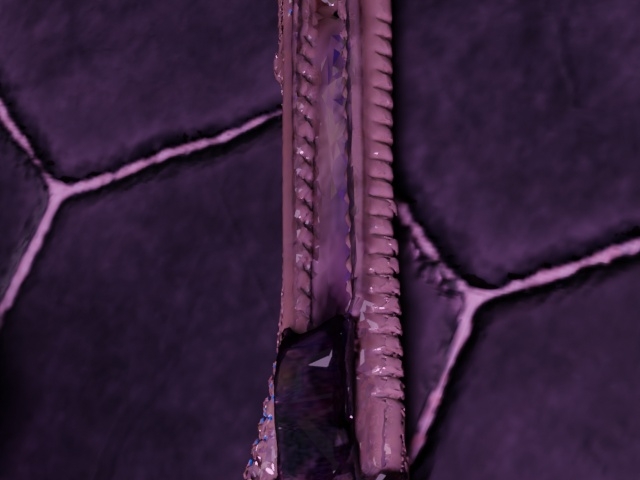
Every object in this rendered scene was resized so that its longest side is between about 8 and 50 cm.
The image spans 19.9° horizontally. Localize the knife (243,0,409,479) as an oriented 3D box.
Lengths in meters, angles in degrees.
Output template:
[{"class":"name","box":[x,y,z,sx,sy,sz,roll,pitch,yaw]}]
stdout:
[{"class":"knife","box":[-0.002,-0.003,0.812,0.089,0.043,0.365,-12,59,23]}]
